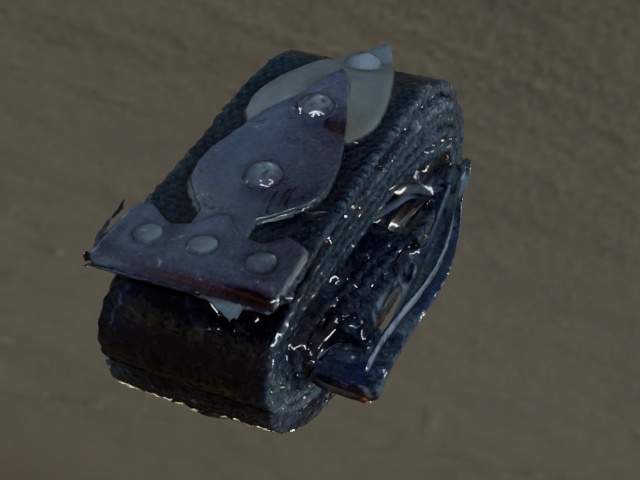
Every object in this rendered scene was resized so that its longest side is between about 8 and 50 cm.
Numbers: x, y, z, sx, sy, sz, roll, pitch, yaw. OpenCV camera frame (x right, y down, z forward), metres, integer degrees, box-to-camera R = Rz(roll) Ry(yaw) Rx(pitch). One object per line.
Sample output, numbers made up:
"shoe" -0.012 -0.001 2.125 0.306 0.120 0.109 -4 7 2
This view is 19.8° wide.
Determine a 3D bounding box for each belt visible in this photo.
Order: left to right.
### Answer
"belt" -0.001 0.000 0.861 0.128 0.218 0.122 14 133 20
